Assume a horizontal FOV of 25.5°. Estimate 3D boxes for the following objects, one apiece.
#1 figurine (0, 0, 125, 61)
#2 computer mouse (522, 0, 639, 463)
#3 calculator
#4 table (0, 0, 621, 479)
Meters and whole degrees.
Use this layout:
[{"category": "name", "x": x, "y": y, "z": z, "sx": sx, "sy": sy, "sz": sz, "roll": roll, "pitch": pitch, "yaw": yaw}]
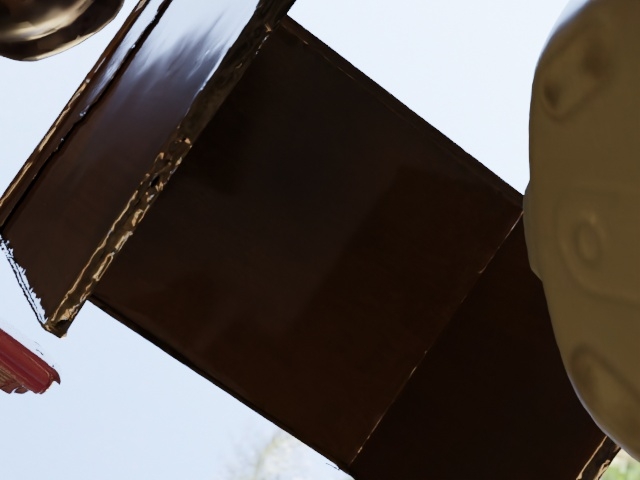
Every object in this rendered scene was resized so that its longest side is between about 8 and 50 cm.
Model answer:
[{"category": "figurine", "x": -0.128, "y": -0.180, "z": 0.282, "sx": 0.204, "sy": 0.185, "sz": 0.332, "roll": 68, "pitch": -166, "yaw": 19}, {"category": "computer mouse", "x": 0.165, "y": 0.001, "z": 0.330, "sx": 0.095, "sy": 0.331, "sz": 0.197, "roll": -9, "pitch": -78, "yaw": -24}, {"category": "calculator", "x": -0.242, "y": 0.060, "z": 0.970, "sx": 0.127, "sy": 0.190, "sz": 0.034, "roll": 38, "pitch": -107, "yaw": -12}, {"category": "table", "x": 0.000, "y": 0.000, "z": 0.694, "sx": 0.251, "sy": 0.282, "sz": 0.196, "roll": 37, "pitch": -92, "yaw": -18}]
